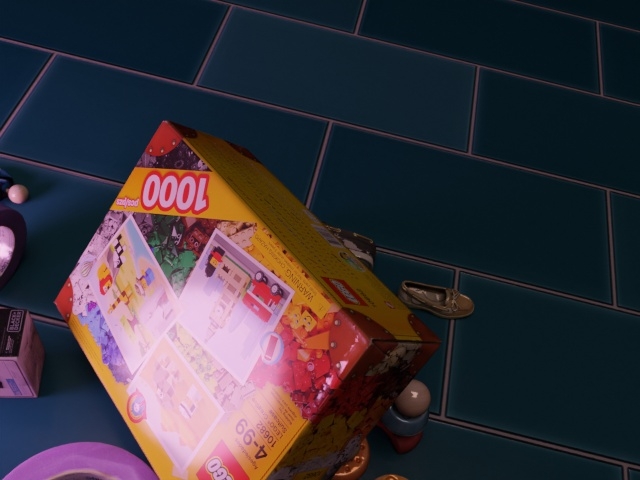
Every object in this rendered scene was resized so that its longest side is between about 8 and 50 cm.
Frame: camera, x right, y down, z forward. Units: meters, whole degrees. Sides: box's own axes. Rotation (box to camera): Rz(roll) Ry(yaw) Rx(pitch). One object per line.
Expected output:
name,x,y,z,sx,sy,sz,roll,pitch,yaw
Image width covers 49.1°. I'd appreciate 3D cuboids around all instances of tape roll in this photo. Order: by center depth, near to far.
tape roll,-0.350,0.438,1.007,0.275,0.090,0.274,5,55,-7
tape roll,-0.599,0.017,1.204,0.080,0.189,0.189,24,54,7

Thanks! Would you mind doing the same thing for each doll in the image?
doll,-0.668,-0.107,1.370,0.189,0.046,0.129,15,44,-7

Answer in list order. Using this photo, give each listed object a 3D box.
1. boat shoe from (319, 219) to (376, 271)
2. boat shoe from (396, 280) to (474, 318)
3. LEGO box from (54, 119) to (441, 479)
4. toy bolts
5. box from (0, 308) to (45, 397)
boat shoe,0.000,0.000,1.393,0.228,0.081,0.068,20,51,-4
boat shoe,0.228,0.112,1.367,0.153,0.048,0.056,15,54,1
LEGO box,-0.136,0.120,1.035,0.500,0.372,0.193,45,18,33
toy bolts,0.111,0.332,1.118,0.218,0.158,0.228,38,57,17
box,-0.603,0.179,1.103,0.290,0.169,0.087,3,57,-10
